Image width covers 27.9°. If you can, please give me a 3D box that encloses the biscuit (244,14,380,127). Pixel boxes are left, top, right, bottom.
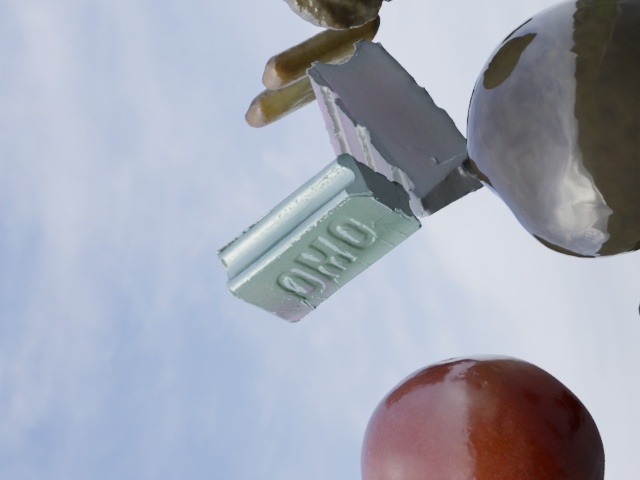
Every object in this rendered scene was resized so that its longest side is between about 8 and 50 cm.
[{"bbox_3d":[-0.015,-0.344,2.600,0.062,0.291,0.237,52,149,12],"label":"biscuit"}]

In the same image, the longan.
[{"bbox_3d":[0.243,-0.098,1.148,0.248,0.248,0.248,-13,-90,-73],"label":"longan"}]

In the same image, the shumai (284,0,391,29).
[{"bbox_3d":[0.035,-0.311,1.262,0.201,0.120,0.201,1,-91,-37],"label":"shumai"}]

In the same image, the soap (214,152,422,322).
[{"bbox_3d":[0.000,0.000,1.784,0.150,0.261,0.094,25,-144,-46],"label":"soap"}]

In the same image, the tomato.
[{"bbox_3d":[0.199,0.292,1.623,0.321,0.322,0.321,-13,-90,-73],"label":"tomato"}]

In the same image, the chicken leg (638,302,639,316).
[{"bbox_3d":[0.499,0.118,1.683,0.053,0.093,0.205,27,-169,-47],"label":"chicken leg"}]

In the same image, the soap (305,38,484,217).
[{"bbox_3d":[0.124,-0.186,2.078,0.258,0.159,0.302,-3,109,68],"label":"soap"}]
